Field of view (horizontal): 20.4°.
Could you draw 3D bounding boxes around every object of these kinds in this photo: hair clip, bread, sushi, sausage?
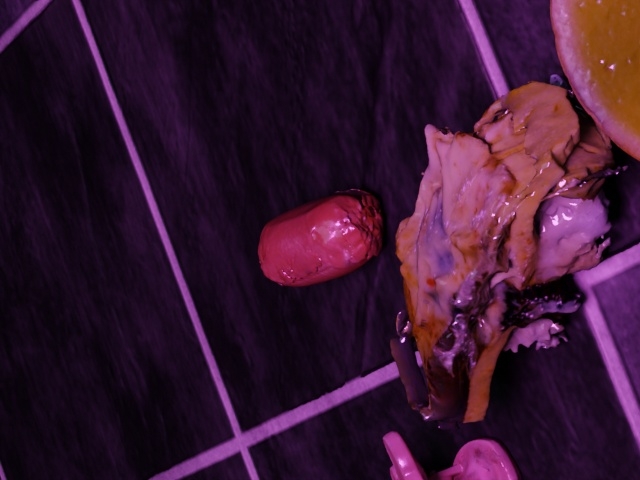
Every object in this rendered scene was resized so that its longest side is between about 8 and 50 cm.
[{"bbox_3d":[0.087,0.218,1.447,0.138,0.102,0.123,-45,64,48],"label":"hair clip"},{"bbox_3d":[0.246,-0.158,1.158,0.236,0.070,0.236,21,118,47],"label":"bread"},{"bbox_3d":[0.129,0.004,1.322,0.139,0.131,0.291,-108,24,-43],"label":"sushi"},{"bbox_3d":[0.000,0.000,1.507,0.141,0.076,0.076,-19,86,50],"label":"sausage"}]

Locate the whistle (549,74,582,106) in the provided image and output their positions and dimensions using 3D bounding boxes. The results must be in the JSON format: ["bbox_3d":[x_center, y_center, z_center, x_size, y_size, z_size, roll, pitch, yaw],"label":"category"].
[{"bbox_3d":[0.160,-0.094,1.315,0.033,0.029,0.083,52,136,-1],"label":"whistle"}]
